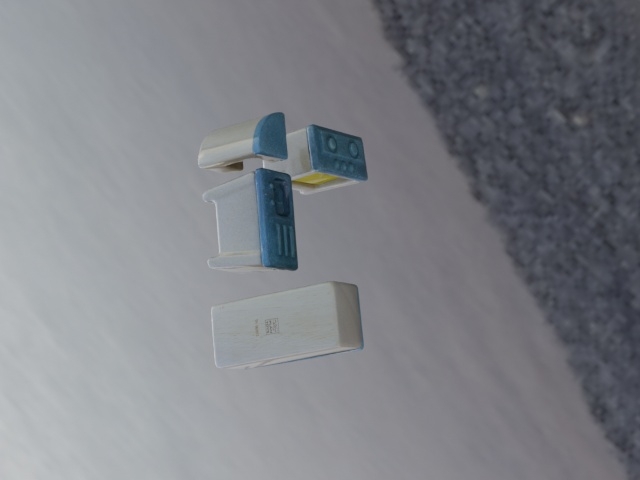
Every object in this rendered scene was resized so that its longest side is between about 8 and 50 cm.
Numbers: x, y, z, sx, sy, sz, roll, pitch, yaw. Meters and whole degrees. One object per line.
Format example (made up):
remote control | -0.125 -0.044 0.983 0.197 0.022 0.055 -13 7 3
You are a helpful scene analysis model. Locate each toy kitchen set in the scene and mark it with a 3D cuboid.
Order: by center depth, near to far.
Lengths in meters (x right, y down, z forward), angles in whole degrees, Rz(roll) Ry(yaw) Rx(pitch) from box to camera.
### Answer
toy kitchen set | 0.000 0.000 1.293 0.122 0.166 0.207 -12 78 32
